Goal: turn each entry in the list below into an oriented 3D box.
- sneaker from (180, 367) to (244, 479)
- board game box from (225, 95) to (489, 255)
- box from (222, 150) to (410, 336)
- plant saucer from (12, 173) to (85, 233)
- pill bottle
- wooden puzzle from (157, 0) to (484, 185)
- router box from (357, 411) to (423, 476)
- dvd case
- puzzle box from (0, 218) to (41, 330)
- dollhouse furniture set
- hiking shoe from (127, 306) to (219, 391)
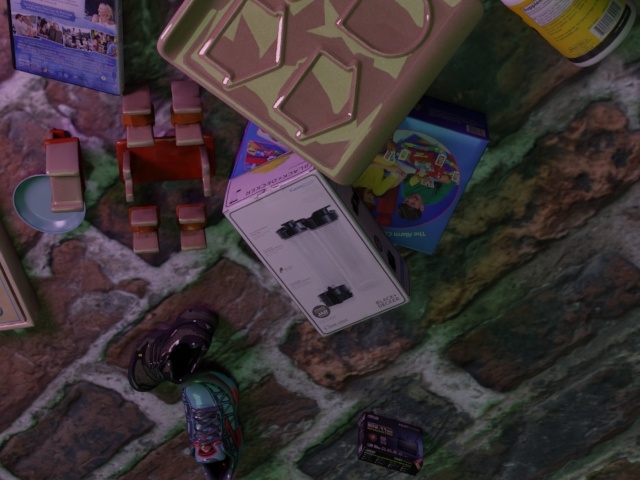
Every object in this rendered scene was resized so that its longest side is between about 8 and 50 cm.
[{"bbox_3d":[-0.195,0.349,2.118,0.104,0.125,0.262,-8,126,9],"label":"sneaker"},{"bbox_3d":[0.053,-0.131,1.768,0.347,0.078,0.233,17,127,-9],"label":"board game box"},{"bbox_3d":[0.000,0.000,1.767,0.169,0.087,0.290,-25,123,21],"label":"box"},{"bbox_3d":[-0.442,-0.064,1.884,0.119,0.021,0.119,2,128,2],"label":"plant saucer"},{"bbox_3d":[0.319,-0.342,1.566,0.208,0.119,0.119,36,121,-21],"label":"pill bottle"},{"bbox_3d":[0.000,-0.296,1.592,0.348,0.080,0.322,34,102,-16],"label":"wooden puzzle"},{"bbox_3d":[0.130,0.378,2.142,0.122,0.092,0.038,18,126,-11],"label":"router box"},{"bbox_3d":[-0.367,-0.339,1.642,0.180,0.022,0.253,16,129,13],"label":"dvd case"},{"bbox_3d":[-0.665,-0.003,1.926,0.272,0.052,0.409,-9,126,9],"label":"puzzle box"},{"bbox_3d":[-0.293,-0.122,1.790,0.259,0.135,0.262,-4,128,-8],"label":"dollhouse furniture set"},{"bbox_3d":[-0.272,0.212,2.025,0.086,0.114,0.227,35,122,-20],"label":"hiking shoe"}]
